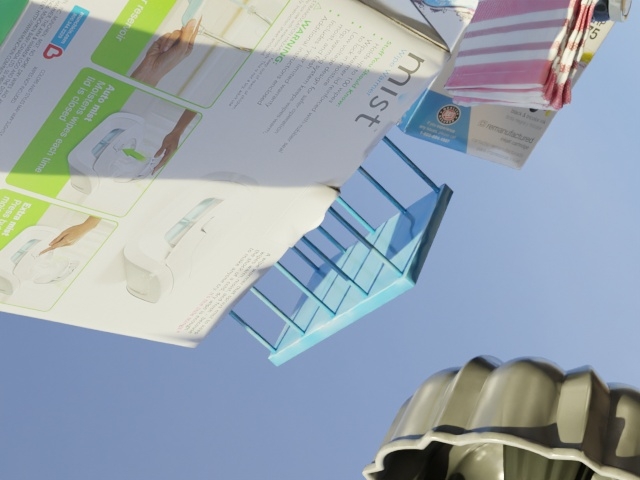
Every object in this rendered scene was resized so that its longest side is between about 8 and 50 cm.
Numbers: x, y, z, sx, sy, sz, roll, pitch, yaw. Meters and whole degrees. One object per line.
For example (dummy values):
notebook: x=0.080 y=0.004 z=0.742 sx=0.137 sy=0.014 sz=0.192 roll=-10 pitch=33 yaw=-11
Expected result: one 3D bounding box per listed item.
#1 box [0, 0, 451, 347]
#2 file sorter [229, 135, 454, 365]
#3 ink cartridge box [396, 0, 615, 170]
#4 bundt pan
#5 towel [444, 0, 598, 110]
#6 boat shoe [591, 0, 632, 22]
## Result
box: x=-0.101 y=-0.078 z=0.573 sx=0.231 sy=0.262 sz=0.126 roll=16 pitch=-146 yaw=-42
file sorter: x=0.000 y=0.000 z=0.818 sx=0.104 sy=0.170 sz=0.118 roll=43 pitch=-137 yaw=-15
ink cartridge box: x=0.193 y=-0.263 z=1.211 sx=0.198 sy=0.270 sz=0.197 roll=12 pitch=-151 yaw=-34
bundt pan: x=0.215 y=0.221 z=0.970 sx=0.331 sy=0.331 sz=0.124 roll=34 pitch=-126 yaw=-15
towel: x=0.158 y=-0.184 z=0.709 sx=0.029 sy=0.144 sz=0.197 roll=21 pitch=-89 yaw=-21
boat shoe: x=0.274 y=-0.336 z=1.020 sx=0.084 sy=0.079 sz=0.233 roll=-4 pitch=-81 yaw=-59
